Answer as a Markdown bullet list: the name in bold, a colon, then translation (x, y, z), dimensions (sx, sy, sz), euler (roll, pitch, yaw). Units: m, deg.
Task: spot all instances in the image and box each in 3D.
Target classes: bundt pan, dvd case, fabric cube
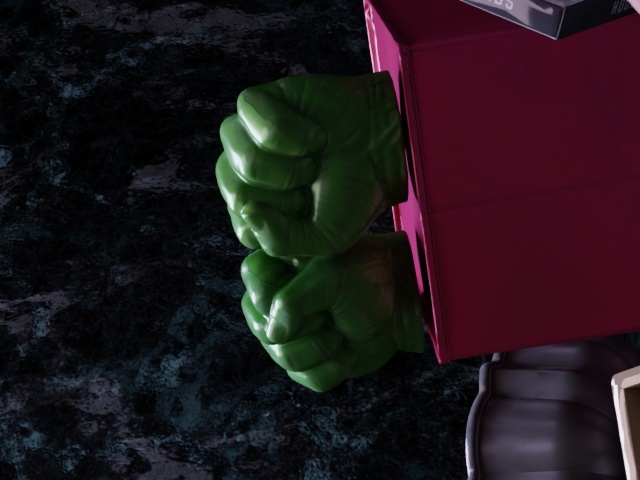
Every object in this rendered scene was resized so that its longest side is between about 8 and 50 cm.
- **bundt pan**: translation (0.257, 0.237, 1.299), dimensions (0.331, 0.124, 0.331), euler (20, -114, -55)
- **dvd case**: translation (0.155, -0.201, 0.979), dimensions (0.179, 0.238, 0.030), euler (29, 125, 31)
- **fabric cube**: translation (0.188, -0.078, 1.144), dimensions (0.254, 0.258, 0.259), euler (-105, 6, -70)

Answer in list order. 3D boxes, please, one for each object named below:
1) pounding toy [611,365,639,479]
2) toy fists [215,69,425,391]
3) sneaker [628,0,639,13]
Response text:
- **pounding toy**: translation (0.251, 0.140, 0.849), dimensions (0.130, 0.100, 0.141), euler (-31, 59, 52)
- **toy fists**: translation (0.000, 0.000, 1.102), dimensions (0.096, 0.142, 0.279), euler (-101, 2, -54)
- **sneaker**: translation (0.168, -0.181, 0.768), dimensions (0.070, 0.051, 0.134), euler (-118, 4, -60)
